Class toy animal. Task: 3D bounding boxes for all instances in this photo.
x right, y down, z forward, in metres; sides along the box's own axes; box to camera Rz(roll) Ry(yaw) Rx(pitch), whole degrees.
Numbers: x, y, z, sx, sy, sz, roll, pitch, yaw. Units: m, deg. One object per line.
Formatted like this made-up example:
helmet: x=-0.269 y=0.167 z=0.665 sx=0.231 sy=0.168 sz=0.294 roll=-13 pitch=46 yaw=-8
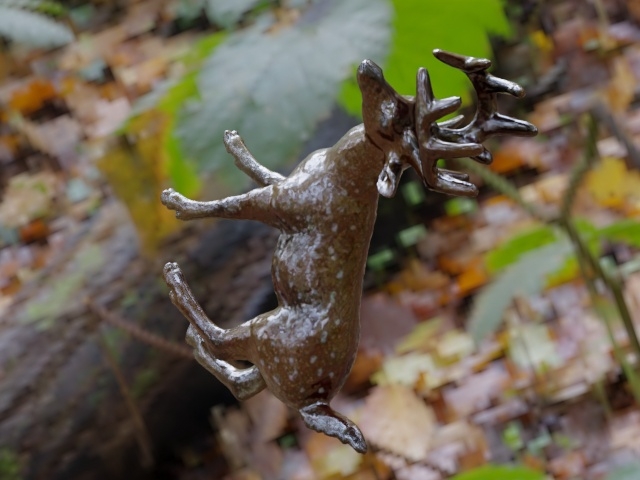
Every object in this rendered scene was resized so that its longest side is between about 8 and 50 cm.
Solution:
toy animal: x=0.014 y=-0.004 z=1.210 sx=0.260 sy=0.244 sz=0.087 roll=12 pitch=17 yaw=42
